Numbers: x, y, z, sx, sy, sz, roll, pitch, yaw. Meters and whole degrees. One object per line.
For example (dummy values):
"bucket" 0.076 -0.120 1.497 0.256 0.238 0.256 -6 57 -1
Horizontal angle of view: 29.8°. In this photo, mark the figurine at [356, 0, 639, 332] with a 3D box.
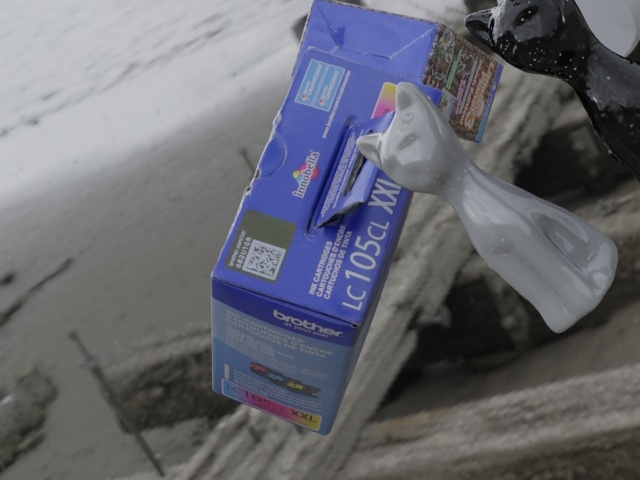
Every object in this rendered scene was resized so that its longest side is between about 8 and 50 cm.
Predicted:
"figurine" 0.152 -0.065 0.842 0.215 0.209 0.092 -46 7 36

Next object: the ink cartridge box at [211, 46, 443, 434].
"ink cartridge box" 0.000 0.000 1.206 0.395 0.151 0.270 97 -168 -64

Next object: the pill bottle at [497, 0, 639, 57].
"pill bottle" 0.262 -0.284 1.028 0.153 0.153 0.265 -3 48 53

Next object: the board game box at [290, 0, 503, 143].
"board game box" 0.130 -0.274 1.966 0.232 0.141 0.291 18 3 28
